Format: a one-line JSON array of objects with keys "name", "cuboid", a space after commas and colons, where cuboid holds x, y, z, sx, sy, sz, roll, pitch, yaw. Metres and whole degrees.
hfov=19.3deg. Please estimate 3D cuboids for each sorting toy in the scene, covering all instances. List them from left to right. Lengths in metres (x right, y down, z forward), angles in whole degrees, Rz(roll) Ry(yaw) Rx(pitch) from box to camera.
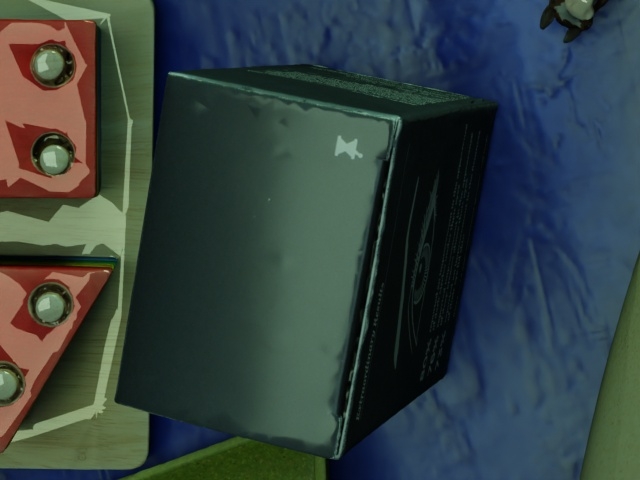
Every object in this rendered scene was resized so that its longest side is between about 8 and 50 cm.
[{"name": "sorting toy", "cuboid": [-0.216, -0.003, 0.969, 0.257, 0.089, 0.255, 1, 95, -3]}]

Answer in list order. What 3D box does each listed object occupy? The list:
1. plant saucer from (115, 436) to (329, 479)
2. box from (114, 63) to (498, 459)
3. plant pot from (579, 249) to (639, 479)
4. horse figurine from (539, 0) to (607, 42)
[{"name": "plant saucer", "cuboid": [-0.062, 0.202, 0.960, 0.188, 0.045, 0.188, -22, 51, 26]}, {"name": "box", "cuboid": [0.000, 0.000, 0.884, 0.108, 0.207, 0.153, 13, 98, 16]}, {"name": "plant pot", "cuboid": [0.221, 0.104, 0.826, 0.257, 0.256, 0.274, -3, 78, 17]}, {"name": "horse figurine", "cuboid": [0.167, -0.224, 0.854, 0.066, 0.174, 0.263, 10, 89, -3]}]
